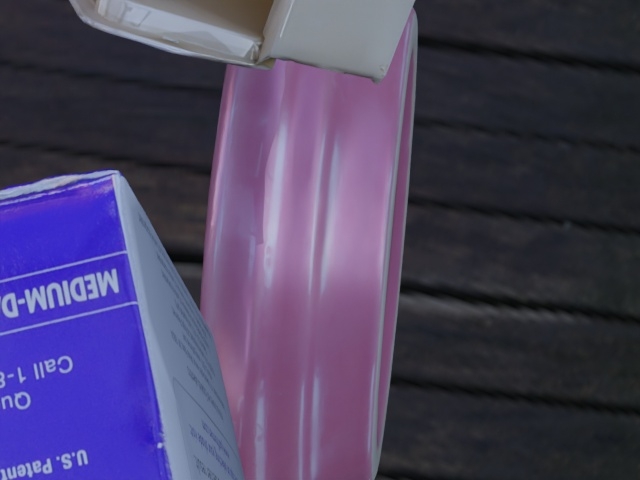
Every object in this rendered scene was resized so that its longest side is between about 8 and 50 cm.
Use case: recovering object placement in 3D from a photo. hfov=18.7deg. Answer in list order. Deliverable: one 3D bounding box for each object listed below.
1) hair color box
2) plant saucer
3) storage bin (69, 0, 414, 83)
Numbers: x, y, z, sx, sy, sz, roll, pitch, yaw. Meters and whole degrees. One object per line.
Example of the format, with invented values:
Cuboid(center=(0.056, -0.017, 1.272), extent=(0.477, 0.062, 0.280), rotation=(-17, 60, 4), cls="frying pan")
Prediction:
Cuboid(center=(-0.058, 0.173, 0.556), extent=(0.110, 0.185, 0.338), rotation=(-15, 72, 1), cls="hair color box")
Cuboid(center=(0.000, 0.000, 1.014), extent=(0.084, 0.332, 0.332), rotation=(6, 63, 4), cls="plant saucer")
Cuboid(center=(-0.022, -0.228, 0.726), extent=(0.123, 0.262, 0.260), rotation=(10, 25, -27), cls="storage bin")
